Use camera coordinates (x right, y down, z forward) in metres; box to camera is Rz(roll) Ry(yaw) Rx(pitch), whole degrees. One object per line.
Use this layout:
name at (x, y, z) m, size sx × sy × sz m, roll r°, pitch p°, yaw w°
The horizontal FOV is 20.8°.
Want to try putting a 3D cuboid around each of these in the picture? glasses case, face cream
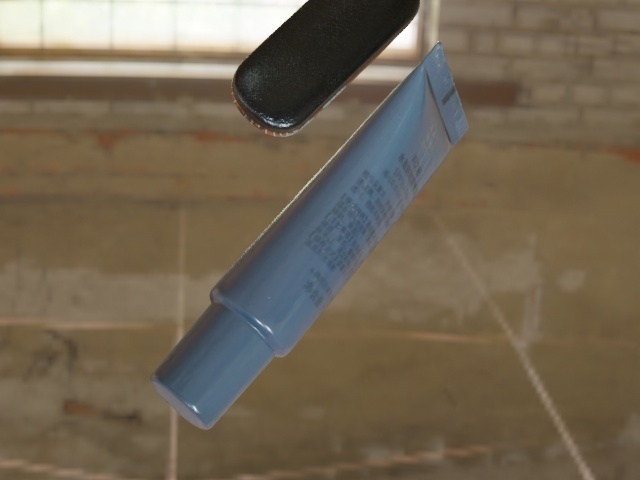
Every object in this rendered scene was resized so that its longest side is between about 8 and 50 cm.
glasses case at (0.007, -0.226, 2.004) m, size 0.103 × 0.067 × 0.267 m, roll 44°, pitch -111°, yaw 5°
face cream at (0.000, 0.000, 1.525) m, size 0.086 × 0.135 × 0.385 m, roll 32°, pitch -108°, yaw 30°
